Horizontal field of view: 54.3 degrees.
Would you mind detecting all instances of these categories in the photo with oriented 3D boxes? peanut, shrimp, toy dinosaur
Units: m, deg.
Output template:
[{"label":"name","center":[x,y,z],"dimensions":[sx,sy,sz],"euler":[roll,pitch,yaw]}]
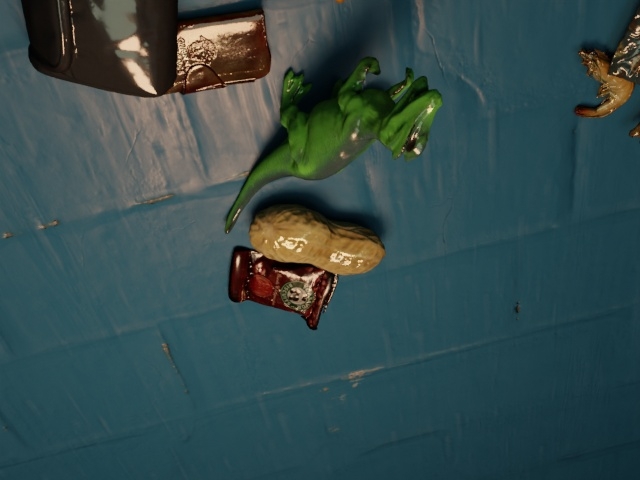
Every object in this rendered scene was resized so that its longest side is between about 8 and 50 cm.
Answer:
[{"label":"peanut","center":[0.000,0.000,1.302],"dimensions":[0.298,0.120,0.136],"euler":[14,166,-22]},{"label":"shrimp","center":[0.547,-0.310,1.253],"dimensions":[0.178,0.034,0.124],"euler":[20,126,-29]},{"label":"toy dinosaur","center":[-0.001,-0.108,1.083],"dimensions":[0.144,0.374,0.500],"euler":[17,118,-32]}]

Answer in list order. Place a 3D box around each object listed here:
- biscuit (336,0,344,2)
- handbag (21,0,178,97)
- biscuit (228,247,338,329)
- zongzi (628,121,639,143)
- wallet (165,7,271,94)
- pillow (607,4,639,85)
[{"label":"biscuit","center":[-0.051,-0.528,0.905],"dimensions":[0.094,0.054,0.379],"euler":[-36,111,12]},{"label":"handbag","center":[-0.348,-0.370,0.903],"dimensions":[0.275,0.178,0.302],"euler":[7,124,-2]},{"label":"biscuit","center":[-0.088,0.105,1.387],"dimensions":[0.235,0.063,0.151],"euler":[17,124,3]},{"label":"zongzi","center":[0.780,-0.415,1.145],"dimensions":[0.418,0.181,0.447],"euler":[-16,126,10]},{"label":"wallet","center":[-0.214,-0.321,1.082],"dimensions":[0.255,0.031,0.137],"euler":[-9,130,-3]},{"label":"pillow","center":[0.688,-0.349,1.137],"dimensions":[0.255,0.034,0.189],"euler":[24,123,13]}]
